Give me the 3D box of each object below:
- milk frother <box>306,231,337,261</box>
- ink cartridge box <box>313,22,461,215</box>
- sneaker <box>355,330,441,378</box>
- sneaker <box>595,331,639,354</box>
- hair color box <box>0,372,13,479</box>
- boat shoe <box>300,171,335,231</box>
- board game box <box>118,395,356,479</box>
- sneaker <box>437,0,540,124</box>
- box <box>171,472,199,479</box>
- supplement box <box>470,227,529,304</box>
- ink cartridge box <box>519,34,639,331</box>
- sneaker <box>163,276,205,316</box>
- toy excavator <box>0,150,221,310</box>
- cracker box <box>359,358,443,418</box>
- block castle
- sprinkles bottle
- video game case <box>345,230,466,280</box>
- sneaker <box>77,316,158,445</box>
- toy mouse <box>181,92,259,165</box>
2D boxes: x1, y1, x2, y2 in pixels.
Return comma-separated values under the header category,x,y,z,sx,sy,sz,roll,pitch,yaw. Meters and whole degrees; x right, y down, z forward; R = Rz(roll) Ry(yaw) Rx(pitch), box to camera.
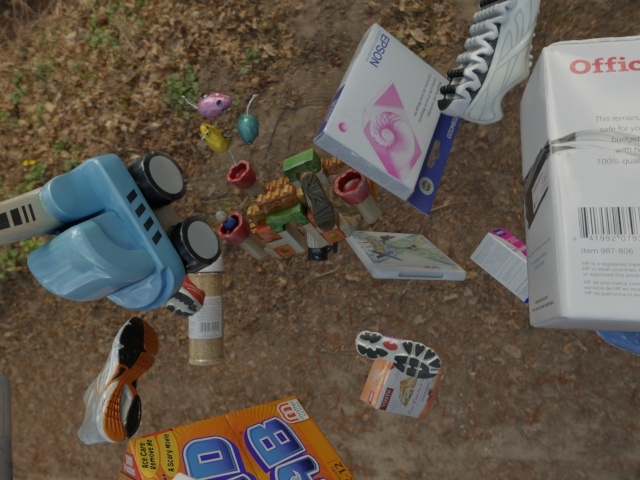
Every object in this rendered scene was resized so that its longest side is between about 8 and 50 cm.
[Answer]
category,x,y,z,sx,sy,sz,roll,pitch,yaw
milk frother,0.000,0.000,1.768,0.129,0.143,0.134,-6,106,-13
ink cartridge box,0.188,-0.274,1.006,0.330,0.323,0.071,29,159,-17
sneaker,0.156,0.214,0.869,0.170,0.071,0.068,20,98,17
sneaker,0.696,0.186,0.823,0.330,0.147,0.129,13,92,38
hair color box,-0.476,0.245,0.515,0.375,0.114,0.185,27,146,51
boat shoe,-0.006,-0.093,1.027,0.056,0.049,0.152,-21,113,-4
board game box,-0.147,0.570,0.787,0.356,0.357,0.356,43,120,41
sneaker,0.313,-0.339,0.744,0.119,0.110,0.291,20,111,-11
box,-0.175,0.390,0.480,0.103,0.203,0.114,10,116,22
supplement box,0.603,0.074,1.368,0.220,0.111,0.113,43,128,28
ink cartridge box,0.456,-0.073,0.622,0.286,0.166,0.394,1,75,11
sneaker,-0.456,0.112,1.264,0.279,0.118,0.107,40,111,-6
toy excavator,-0.435,-0.029,0.725,0.223,0.445,0.432,-22,103,25
cracker box,0.231,0.395,1.216,0.067,0.232,0.155,13,79,53
block castle,-0.070,-0.150,1.233,0.454,0.302,0.213,-17,141,23
sprinkles bottle,-0.388,0.233,1.483,0.121,0.121,0.354,-3,87,26
video game case,0.264,0.043,1.445,0.300,0.329,0.036,3,110,-15
sneaker,-0.412,0.272,0.870,0.121,0.262,0.099,-25,130,20
toy mouse,-0.162,-0.209,0.771,0.143,0.031,0.161,-25,127,32
